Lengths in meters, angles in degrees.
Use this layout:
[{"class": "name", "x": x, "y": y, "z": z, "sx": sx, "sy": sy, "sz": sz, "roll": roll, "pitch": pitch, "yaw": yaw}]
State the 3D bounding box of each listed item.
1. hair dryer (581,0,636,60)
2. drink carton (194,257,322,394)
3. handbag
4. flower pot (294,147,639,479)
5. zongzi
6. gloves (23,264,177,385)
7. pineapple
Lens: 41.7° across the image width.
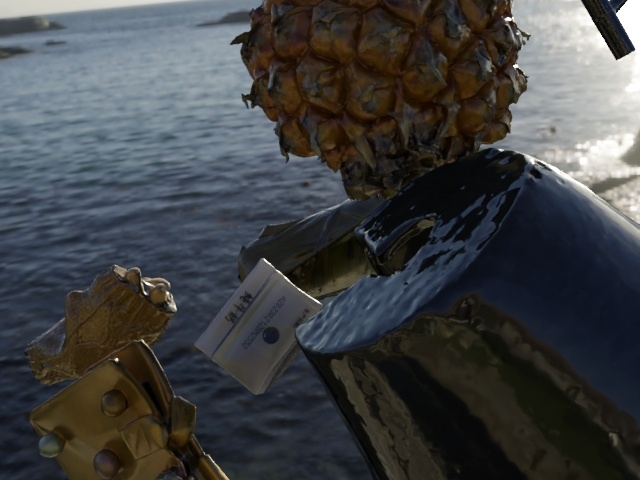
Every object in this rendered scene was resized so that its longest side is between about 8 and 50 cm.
[{"class": "hair dryer", "x": 0.615, "y": -0.472, "z": 1.690, "sx": 0.195, "sy": 0.173, "sz": 0.050, "roll": -32, "pitch": 5, "yaw": -28}, {"class": "drink carton", "x": -0.072, "y": 0.116, "z": 1.074, "sx": 0.134, "sy": 0.102, "sz": 0.222, "roll": -50, "pitch": -5, "yaw": -8}, {"class": "handbag", "x": -0.224, "y": 0.347, "z": 1.132, "sx": 0.283, "sy": 0.401, "sz": 0.133, "roll": -31, "pitch": -3, "yaw": 43}, {"class": "flower pot", "x": 0.150, "y": 0.082, "z": 0.638, "sx": 0.379, "sy": 0.251, "sz": 0.379, "roll": -38, "pitch": 15, "yaw": 12}, {"class": "zongzi", "x": 0.000, "y": 0.000, "z": 1.239, "sx": 0.251, "sy": 0.125, "sz": 0.274, "roll": -11, "pitch": -23, "yaw": -11}, {"class": "gloves", "x": -0.395, "y": 0.165, "z": 1.551, "sx": 0.356, "sy": 0.155, "sz": 0.203, "roll": -38, "pitch": -8, "yaw": 32}, {"class": "pineapple", "x": 0.079, "y": -0.180, "z": 0.858, "sx": 0.344, "sy": 0.209, "sz": 0.286, "roll": -7, "pitch": 57, "yaw": 1}]
